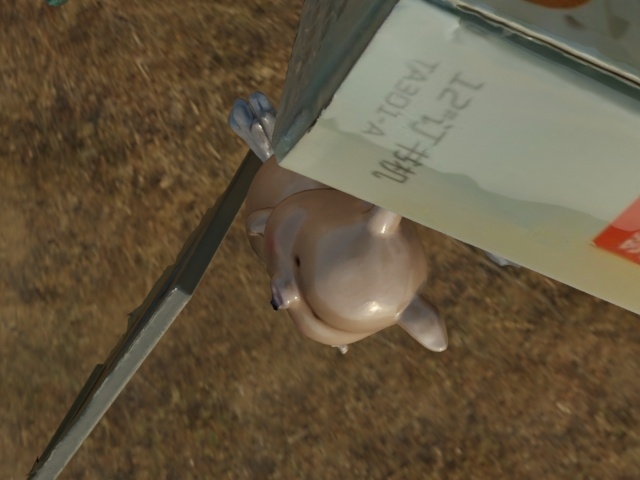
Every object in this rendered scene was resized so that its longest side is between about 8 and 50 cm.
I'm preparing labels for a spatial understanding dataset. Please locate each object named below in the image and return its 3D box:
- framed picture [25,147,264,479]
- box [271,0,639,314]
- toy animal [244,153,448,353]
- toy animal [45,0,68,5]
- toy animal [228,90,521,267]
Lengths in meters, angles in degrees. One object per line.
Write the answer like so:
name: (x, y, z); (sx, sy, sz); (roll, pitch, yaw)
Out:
framed picture: (-0.129, 0.064, 1.126); (0.019, 0.209, 0.281); (34, 127, -6)
box: (0.076, -0.117, 0.475); (0.135, 0.269, 0.079); (23, 141, -14)
toy animal: (0.005, -0.004, 0.781); (0.089, 0.150, 0.083); (-47, 128, 2)
toy animal: (-0.204, -0.247, 1.345); (0.100, 0.208, 0.103); (-1, 101, -31)
toy animal: (0.040, -0.101, 1.041); (0.206, 0.081, 0.367); (-25, 119, -22)
